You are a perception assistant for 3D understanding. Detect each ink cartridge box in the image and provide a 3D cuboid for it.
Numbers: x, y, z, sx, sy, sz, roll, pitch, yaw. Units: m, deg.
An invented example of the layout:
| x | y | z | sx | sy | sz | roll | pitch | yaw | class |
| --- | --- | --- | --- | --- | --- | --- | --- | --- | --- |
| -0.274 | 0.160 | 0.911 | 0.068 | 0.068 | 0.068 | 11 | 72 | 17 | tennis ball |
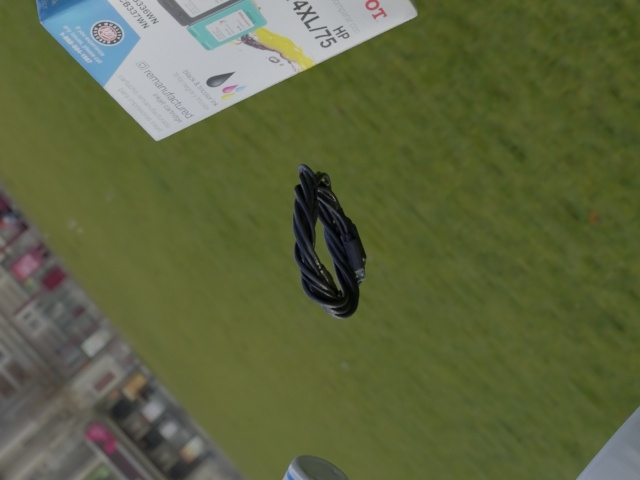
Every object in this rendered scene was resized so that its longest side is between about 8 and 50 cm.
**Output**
| x | y | z | sx | sy | sz | roll | pitch | yaw | class |
| --- | --- | --- | --- | --- | --- | --- | --- | --- | --- |
| -0.089 | -0.261 | 1.310 | 0.198 | 0.270 | 0.197 | 47 | -157 | -51 | ink cartridge box |

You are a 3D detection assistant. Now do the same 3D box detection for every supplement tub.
| x | y | z | sx | sy | sz | roll | pitch | yaw | class |
| --- | --- | --- | --- | --- | --- | --- | --- | --- | --- |
| -0.019 | 0.288 | 1.588 | 0.071 | 0.107 | 0.071 | 22 | -163 | -7 | supplement tub |

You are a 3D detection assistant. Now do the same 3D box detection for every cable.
| x | y | z | sx | sy | sz | roll | pitch | yaw | class |
| --- | --- | --- | --- | --- | --- | --- | --- | --- | --- |
| 0.000 | 0.000 | 1.770 | 0.150 | 0.047 | 0.184 | -45 | -60 | -62 | cable |

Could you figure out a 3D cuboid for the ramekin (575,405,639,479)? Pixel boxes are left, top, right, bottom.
| x | y | z | sx | sy | sz | roll | pitch | yaw | class |
| --- | --- | --- | --- | --- | --- | --- | --- | --- | --- |
| 0.293 | 0.264 | 1.372 | 0.135 | 0.277 | 0.277 | 40 | 169 | 17 | ramekin |
